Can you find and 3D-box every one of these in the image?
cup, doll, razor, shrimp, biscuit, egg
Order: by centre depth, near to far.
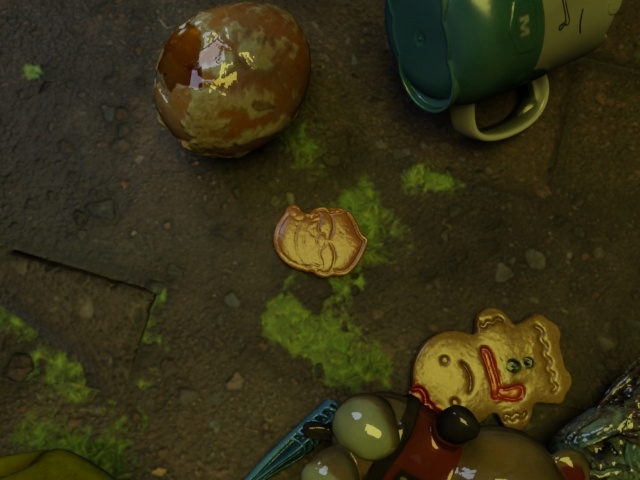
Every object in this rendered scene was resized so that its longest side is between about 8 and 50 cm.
[{"bbox_3d":[0.141,0.288,0.853,0.330,0.174,0.235,28,105,-5],"label":"doll"},{"bbox_3d":[0.446,0.205,0.888,0.372,0.172,0.137,-40,77,-3],"label":"shrimp"},{"bbox_3d":[-0.071,0.296,0.908,0.253,0.042,0.082,-41,103,-11],"label":"razor"},{"bbox_3d":[-0.113,-0.215,0.940,0.195,0.195,0.233,42,83,6],"label":"egg"},{"bbox_3d":[0.233,-0.277,0.949,0.258,0.219,0.289,-27,122,-23],"label":"cup"},{"bbox_3d":[0.221,0.176,0.952,0.226,0.036,0.165,-9,80,-4],"label":"biscuit"},{"bbox_3d":[0.000,0.000,0.985,0.131,0.019,0.102,10,79,-1],"label":"biscuit"}]

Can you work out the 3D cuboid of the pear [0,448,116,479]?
[{"bbox_3d":[-0.304,0.388,0.779,0.253,0.253,0.307,-6,89,-4],"label":"pear"}]
